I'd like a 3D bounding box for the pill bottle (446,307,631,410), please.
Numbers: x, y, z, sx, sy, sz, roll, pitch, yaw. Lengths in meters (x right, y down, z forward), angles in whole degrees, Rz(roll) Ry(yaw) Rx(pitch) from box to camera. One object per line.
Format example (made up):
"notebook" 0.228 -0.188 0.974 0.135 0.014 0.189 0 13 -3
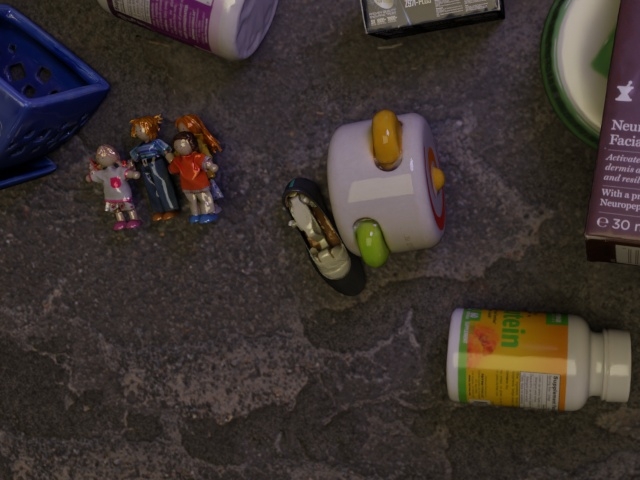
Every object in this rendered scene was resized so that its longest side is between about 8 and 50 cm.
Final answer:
"pill bottle" 0.308 0.170 1.268 0.245 0.136 0.136 2 100 14

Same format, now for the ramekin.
"ramekin" 0.438 -0.248 1.158 0.303 0.148 0.304 2 100 14

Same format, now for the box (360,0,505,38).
"box" 0.155 -0.330 1.218 0.180 0.147 0.078 -7 98 16

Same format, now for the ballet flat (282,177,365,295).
"ballet flat" 0.000 0.000 1.355 0.074 0.074 0.203 -27 92 17

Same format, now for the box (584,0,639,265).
"box" 0.410 -0.159 0.963 0.191 0.143 0.382 7 79 20

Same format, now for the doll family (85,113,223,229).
"doll family" -0.239 -0.115 1.391 0.262 0.118 0.163 -4 105 33

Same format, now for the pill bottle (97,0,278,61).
"pill bottle" -0.223 -0.386 1.297 0.301 0.169 0.169 23 104 10

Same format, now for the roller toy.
"roller toy" 0.101 -0.080 1.251 0.146 0.191 0.209 -8 100 16

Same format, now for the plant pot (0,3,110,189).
"plant pot" -0.507 -0.209 1.374 0.236 0.236 0.212 38 113 6
